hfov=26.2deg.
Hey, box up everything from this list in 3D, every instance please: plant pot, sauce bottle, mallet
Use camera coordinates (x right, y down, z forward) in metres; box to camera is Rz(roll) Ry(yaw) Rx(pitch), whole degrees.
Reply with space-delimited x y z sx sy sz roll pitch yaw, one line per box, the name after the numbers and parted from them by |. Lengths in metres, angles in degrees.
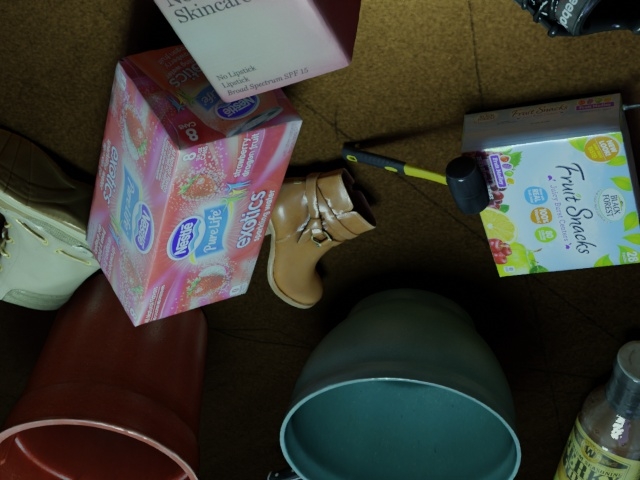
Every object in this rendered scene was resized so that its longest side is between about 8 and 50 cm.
-0.264 0.202 1.763 0.272 0.265 0.272 4 137 4 | plant pot
0.389 0.262 1.837 0.111 0.111 0.344 7 137 2 | sauce bottle
0.106 0.186 1.734 0.293 0.196 0.293 5 137 4 | plant pot
0.105 -0.071 1.519 0.189 0.039 0.062 13 147 43 | mallet

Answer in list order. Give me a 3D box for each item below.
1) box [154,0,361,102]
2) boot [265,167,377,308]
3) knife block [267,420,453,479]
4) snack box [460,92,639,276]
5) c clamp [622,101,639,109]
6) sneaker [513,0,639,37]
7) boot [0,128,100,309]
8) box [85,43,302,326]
-0.077 -0.268 1.317 0.148 0.127 0.232 -14 134 24 | box
0.000 0.000 1.643 0.152 0.073 0.197 -17 135 21 | boot
0.058 0.296 1.943 0.242 0.088 0.276 11 139 -3 | knife block
0.264 -0.058 1.533 0.174 0.070 0.207 -6 137 17 | snack box
0.388 -0.103 1.491 0.137 0.022 0.161 -10 138 -2 | c clamp
0.206 -0.259 1.274 0.276 0.135 0.097 14 140 -4 | sneaker
-0.374 -0.020 1.669 0.262 0.095 0.203 30 135 -28 | boot
-0.147 -0.062 1.501 0.154 0.142 0.300 -16 147 -30 | box
